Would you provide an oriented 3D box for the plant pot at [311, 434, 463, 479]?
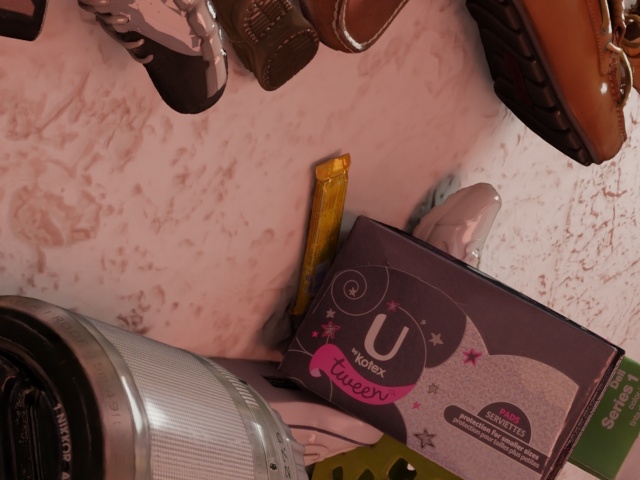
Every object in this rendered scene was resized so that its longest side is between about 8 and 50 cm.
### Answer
[{"bbox_3d":[0.104,0.290,1.316,0.207,0.227,0.228,-52,150,1],"label":"plant pot"}]

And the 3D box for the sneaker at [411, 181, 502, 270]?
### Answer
[{"bbox_3d":[0.125,0.057,1.230,0.232,0.115,0.090,-59,155,4],"label":"sneaker"}]

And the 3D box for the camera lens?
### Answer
[{"bbox_3d":[-0.154,0.164,0.822,0.219,0.219,0.274,-58,150,0],"label":"camera lens"}]

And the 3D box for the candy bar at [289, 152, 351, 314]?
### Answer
[{"bbox_3d":[0.000,0.000,1.096,0.040,0.018,0.161,-23,136,-41],"label":"candy bar"}]

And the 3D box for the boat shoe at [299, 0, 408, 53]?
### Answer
[{"bbox_3d":[0.098,-0.273,0.894,0.324,0.116,0.123,-60,150,3],"label":"boat shoe"}]

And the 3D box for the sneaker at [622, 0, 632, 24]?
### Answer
[{"bbox_3d":[0.306,-0.297,1.219,0.066,0.071,0.188,-8,124,-52],"label":"sneaker"}]

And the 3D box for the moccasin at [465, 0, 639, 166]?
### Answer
[{"bbox_3d":[0.217,-0.195,1.137,0.147,0.139,0.380,-45,139,-5],"label":"moccasin"}]

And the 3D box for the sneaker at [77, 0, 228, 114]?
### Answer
[{"bbox_3d":[-0.141,-0.143,0.714,0.132,0.086,0.228,-38,134,-22],"label":"sneaker"}]

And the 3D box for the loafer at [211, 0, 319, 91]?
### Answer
[{"bbox_3d":[-0.039,-0.150,0.873,0.056,0.050,0.148,-38,164,-5],"label":"loafer"}]

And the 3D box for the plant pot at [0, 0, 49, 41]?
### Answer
[{"bbox_3d":[-0.204,-0.200,0.479,0.167,0.188,0.187,-3,121,-39],"label":"plant pot"}]

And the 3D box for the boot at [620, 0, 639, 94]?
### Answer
[{"bbox_3d":[0.404,-0.254,1.405,0.197,0.073,0.152,-57,146,-6],"label":"boot"}]

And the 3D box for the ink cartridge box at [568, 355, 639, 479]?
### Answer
[{"bbox_3d":[0.229,0.146,1.307,0.117,0.278,0.201,-60,150,-2],"label":"ink cartridge box"}]

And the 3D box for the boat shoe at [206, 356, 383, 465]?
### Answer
[{"bbox_3d":[-0.039,0.164,1.132,0.258,0.095,0.084,21,104,-49],"label":"boat shoe"}]

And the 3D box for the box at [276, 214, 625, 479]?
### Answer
[{"bbox_3d":[0.116,0.106,1.107,0.163,0.247,0.142,-62,162,3],"label":"box"}]
